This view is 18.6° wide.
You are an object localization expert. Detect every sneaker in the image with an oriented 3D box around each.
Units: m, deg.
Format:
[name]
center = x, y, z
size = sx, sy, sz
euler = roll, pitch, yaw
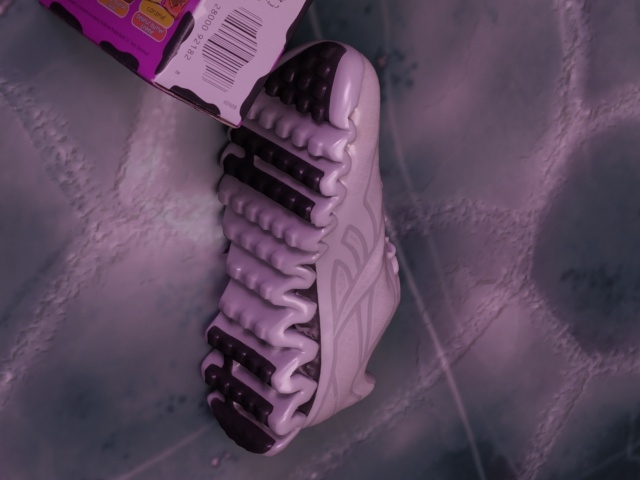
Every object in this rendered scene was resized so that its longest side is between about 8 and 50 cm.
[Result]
[sneaker]
center = 0.000, 0.000, 1.284
size = 0.118, 0.110, 0.292
euler = -13, 126, -35

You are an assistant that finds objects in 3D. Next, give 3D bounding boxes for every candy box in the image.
[candy box]
center = -0.049, -0.200, 1.115
size = 0.071, 0.159, 0.233
euler = 26, 98, -40
